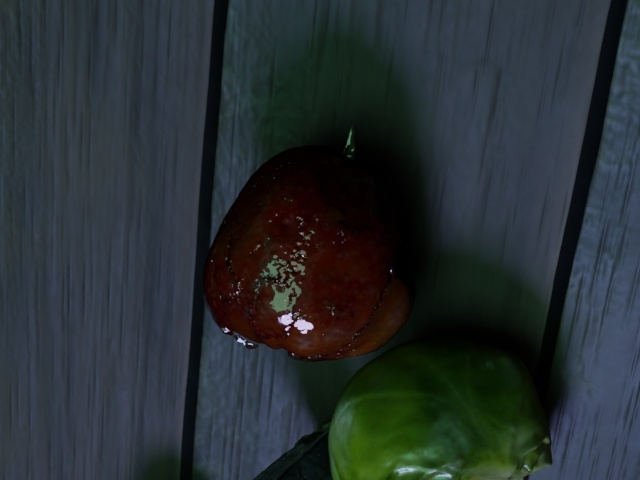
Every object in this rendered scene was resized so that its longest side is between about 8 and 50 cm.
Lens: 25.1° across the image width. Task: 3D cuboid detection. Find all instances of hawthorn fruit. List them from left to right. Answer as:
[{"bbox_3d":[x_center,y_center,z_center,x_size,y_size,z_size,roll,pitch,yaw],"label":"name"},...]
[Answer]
[{"bbox_3d":[0.000,0.000,0.991,0.148,0.148,0.172,19,104,22],"label":"hawthorn fruit"}]

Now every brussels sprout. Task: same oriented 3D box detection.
[{"bbox_3d":[0.079,0.131,1.012,0.149,0.152,0.122,138,125,-61],"label":"brussels sprout"}]

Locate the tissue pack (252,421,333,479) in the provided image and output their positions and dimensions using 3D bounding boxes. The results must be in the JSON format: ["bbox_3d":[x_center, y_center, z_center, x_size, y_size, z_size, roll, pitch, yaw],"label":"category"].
[{"bbox_3d":[0.019,0.270,1.055,0.073,0.173,0.235,-29,93,38],"label":"tissue pack"}]
